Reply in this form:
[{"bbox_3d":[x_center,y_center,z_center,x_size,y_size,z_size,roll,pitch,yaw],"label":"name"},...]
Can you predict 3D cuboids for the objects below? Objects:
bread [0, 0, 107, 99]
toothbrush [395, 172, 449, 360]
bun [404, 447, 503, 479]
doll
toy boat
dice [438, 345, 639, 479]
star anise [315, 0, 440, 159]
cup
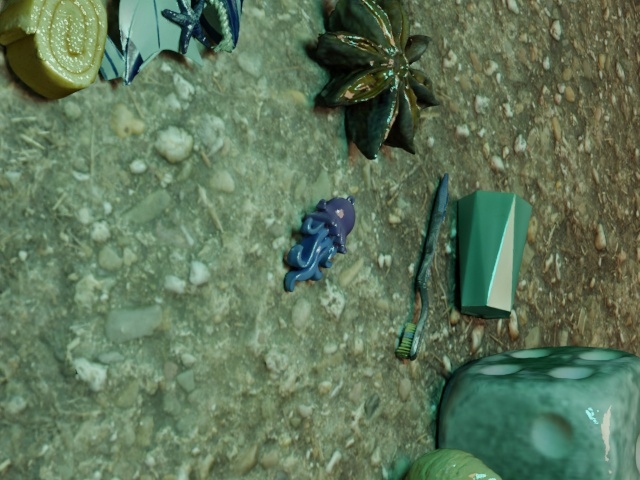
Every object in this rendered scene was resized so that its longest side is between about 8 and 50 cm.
[{"bbox_3d":[-0.326,-0.250,1.214,0.122,0.073,0.149,28,60,-41],"label":"bread"},{"bbox_3d":[0.203,0.040,1.887,0.035,0.042,0.413,93,11,-59],"label":"toothbrush"},{"bbox_3d":[0.224,0.467,1.682,0.153,0.244,0.243,-16,97,-35],"label":"bun"},{"bbox_3d":[0.000,0.000,1.604,0.206,0.067,0.110,-53,139,-31],"label":"doll"},{"bbox_3d":[-0.198,-0.310,1.400,0.210,0.070,0.291,35,60,-39],"label":"toy boat"},{"bbox_3d":[0.437,0.385,1.886,0.328,0.348,0.330,-11,98,-53],"label":"dice"},{"bbox_3d":[0.097,-0.293,1.748,0.332,0.118,0.331,3,86,-45],"label":"star anise"},{"bbox_3d":[0.333,0.033,1.996,0.134,0.148,0.235,15,74,-17],"label":"cup"}]
